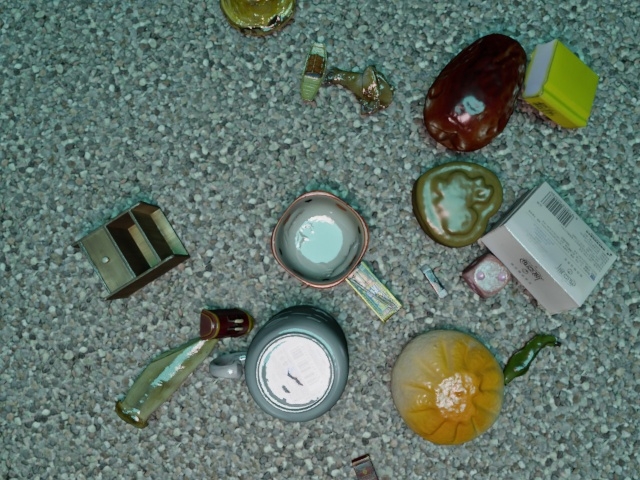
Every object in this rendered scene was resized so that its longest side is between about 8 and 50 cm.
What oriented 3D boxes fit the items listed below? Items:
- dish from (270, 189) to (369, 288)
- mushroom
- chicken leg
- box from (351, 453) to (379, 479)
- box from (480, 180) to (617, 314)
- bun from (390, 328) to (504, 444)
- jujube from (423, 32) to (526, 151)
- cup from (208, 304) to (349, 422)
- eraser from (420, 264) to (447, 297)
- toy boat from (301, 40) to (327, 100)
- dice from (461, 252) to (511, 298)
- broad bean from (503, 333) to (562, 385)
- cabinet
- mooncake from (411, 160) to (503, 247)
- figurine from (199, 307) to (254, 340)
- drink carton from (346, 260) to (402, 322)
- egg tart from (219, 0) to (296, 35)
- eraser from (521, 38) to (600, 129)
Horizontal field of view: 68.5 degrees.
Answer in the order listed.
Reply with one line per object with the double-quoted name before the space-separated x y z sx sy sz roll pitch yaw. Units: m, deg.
"dish" 0.000 0.000 1.266 0.256 0.117 0.256 0 87 1
"mushroom" -0.414 0.359 1.272 0.107 0.087 0.333 41 85 -2
"chicken leg" 0.113 -0.436 1.312 0.196 0.080 0.125 41 101 4
"box" 0.122 0.627 1.271 0.052 0.023 0.082 -22 86 -1
"box" 0.592 0.020 1.225 0.203 0.116 0.274 -41 86 -24
"bun" 0.336 0.379 1.212 0.299 0.165 0.298 0 87 0
"jujube" 0.413 -0.389 1.246 0.223 0.223 0.318 32 80 3
"cup" -0.103 0.303 1.172 0.357 0.274 0.259 -4 86 0
"eraser" 0.314 0.113 1.300 0.027 0.019 0.099 -34 87 -1
"toy boat" -0.020 -0.472 1.322 0.065 0.066 0.172 13 88 -1
"dice" 0.443 0.095 1.262 0.094 0.093 0.091 -42 86 0
"broad bean" 0.559 0.313 1.270 0.195 0.046 0.061 -35 84 -2
"cabinet" -0.504 0.030 1.261 0.215 0.148 0.174 -33 86 0
"mooncake" 0.358 -0.107 1.268 0.235 0.117 0.234 0 90 1
"figurine" -0.233 0.220 1.250 0.098 0.154 0.082 -9 79 42
"drink carton" 0.142 0.139 1.285 0.071 0.056 0.165 -42 87 2
"egg tart" -0.177 -0.704 1.323 0.241 0.106 0.241 0 90 4
"eraser" 0.637 -0.407 1.248 0.226 0.069 0.158 19 88 -30
